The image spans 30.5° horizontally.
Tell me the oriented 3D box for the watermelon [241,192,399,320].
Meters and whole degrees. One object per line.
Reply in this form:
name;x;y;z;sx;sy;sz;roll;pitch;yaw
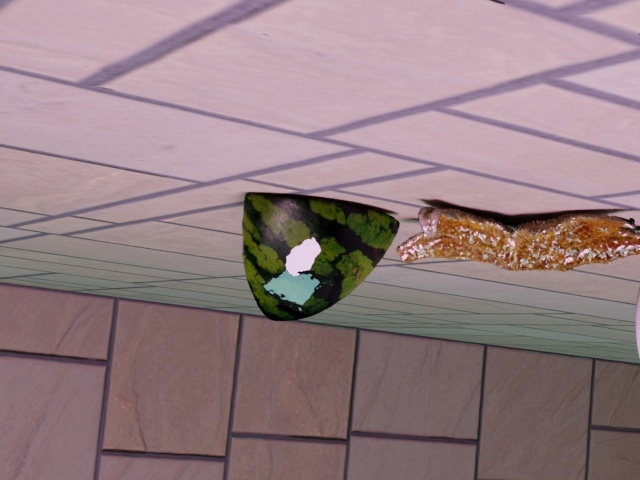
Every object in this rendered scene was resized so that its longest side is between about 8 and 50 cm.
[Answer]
watermelon;0.000;0.000;0.995;0.135;0.125;0.094;-12;-156;-3

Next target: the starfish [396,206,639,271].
starfish;0.177;0.005;0.964;0.227;0.043;0.240;0;174;42

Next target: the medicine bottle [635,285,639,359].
medicine bottle;0.378;0.067;0.916;0.237;0.139;0.139;-1;170;38
